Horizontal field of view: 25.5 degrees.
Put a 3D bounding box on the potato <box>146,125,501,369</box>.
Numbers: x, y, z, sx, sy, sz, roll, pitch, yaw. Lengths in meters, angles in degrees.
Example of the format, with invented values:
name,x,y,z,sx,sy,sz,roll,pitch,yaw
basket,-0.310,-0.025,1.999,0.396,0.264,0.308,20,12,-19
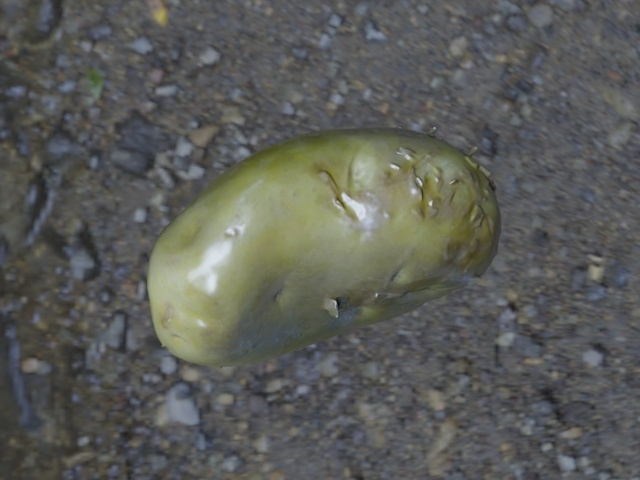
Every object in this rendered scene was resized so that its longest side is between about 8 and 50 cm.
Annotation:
name,x,y,z,sx,sy,sz,roll,pitch,yaw
potato,0.000,0.000,0.536,0.138,0.091,0.070,-14,57,-10
